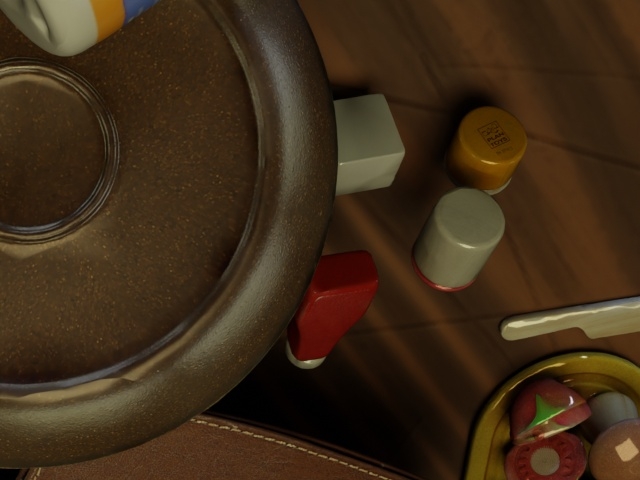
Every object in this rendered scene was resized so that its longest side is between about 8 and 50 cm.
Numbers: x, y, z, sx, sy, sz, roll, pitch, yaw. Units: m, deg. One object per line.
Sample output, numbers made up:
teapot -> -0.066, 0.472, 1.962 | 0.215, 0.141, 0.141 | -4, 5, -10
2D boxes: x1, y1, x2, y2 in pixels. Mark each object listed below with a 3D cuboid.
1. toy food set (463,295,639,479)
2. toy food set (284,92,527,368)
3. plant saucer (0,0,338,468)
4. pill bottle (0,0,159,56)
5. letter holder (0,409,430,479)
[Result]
toy food set -> 0.160, 0.144, 1.168 | 0.128, 0.071, 0.217 | -2, 121, -13
toy food set -> 0.000, 0.000, 1.028 | 0.232, 0.111, 0.104 | -11, 155, -19
plant saucer -> -0.141, -0.043, 0.905 | 0.311, 0.050, 0.310 | 0, 90, -9
pill bottle -> -0.046, -0.214, 0.825 | 0.272, 0.152, 0.152 | -37, 124, -12
letter holder -> -0.057, 0.165, 1.082 | 0.302, 0.152, 0.214 | 21, 112, -24
